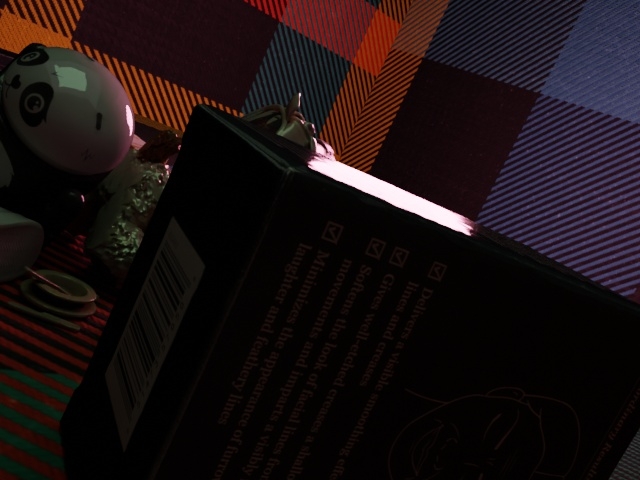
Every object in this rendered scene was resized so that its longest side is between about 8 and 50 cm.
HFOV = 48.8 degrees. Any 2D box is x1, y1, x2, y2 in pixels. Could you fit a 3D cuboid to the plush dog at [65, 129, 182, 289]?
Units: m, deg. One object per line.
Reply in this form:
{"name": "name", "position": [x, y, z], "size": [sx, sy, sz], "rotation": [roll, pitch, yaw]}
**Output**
{"name": "plush dog", "position": [-0.232, -0.022, 1.037], "size": [0.262, 0.210, 0.225], "rotation": [35, -12, 44]}

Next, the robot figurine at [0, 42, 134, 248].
{"name": "robot figurine", "position": [-0.360, -0.118, 0.883], "size": [0.209, 0.278, 0.174], "rotation": [50, 31, -14]}

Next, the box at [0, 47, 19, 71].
{"name": "box", "position": [-0.606, -0.262, 1.315], "size": [0.103, 0.185, 0.261], "rotation": [26, 8, 21]}

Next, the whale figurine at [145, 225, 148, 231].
{"name": "whale figurine", "position": [-0.100, 0.045, 0.897], "size": [0.272, 0.141, 0.216], "rotation": [49, 8, -50]}

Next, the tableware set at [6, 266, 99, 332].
{"name": "tableware set", "position": [-0.246, 0.074, 0.817], "size": [0.194, 0.039, 0.128], "rotation": [23, 9, -13]}

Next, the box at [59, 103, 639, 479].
{"name": "box", "position": [0.042, 0.112, 0.572], "size": [0.395, 0.294, 0.212], "rotation": [21, 10, -29]}

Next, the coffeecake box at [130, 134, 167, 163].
{"name": "coffeecake box", "position": [-0.366, -0.119, 1.274], "size": [0.068, 0.143, 0.185], "rotation": [16, 12, -42]}

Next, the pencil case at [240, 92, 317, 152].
{"name": "pencil case", "position": [0.000, 0.000, 1.014], "size": [0.410, 0.183, 0.160], "rotation": [52, 31, -25]}

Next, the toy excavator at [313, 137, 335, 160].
{"name": "toy excavator", "position": [0.002, -0.031, 1.621], "size": [0.432, 0.446, 0.222], "rotation": [-15, -2, 17]}

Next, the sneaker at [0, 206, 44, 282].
{"name": "sneaker", "position": [-0.430, -0.022, 0.706], "size": [0.169, 0.108, 0.292], "rotation": [25, -1, 9]}
